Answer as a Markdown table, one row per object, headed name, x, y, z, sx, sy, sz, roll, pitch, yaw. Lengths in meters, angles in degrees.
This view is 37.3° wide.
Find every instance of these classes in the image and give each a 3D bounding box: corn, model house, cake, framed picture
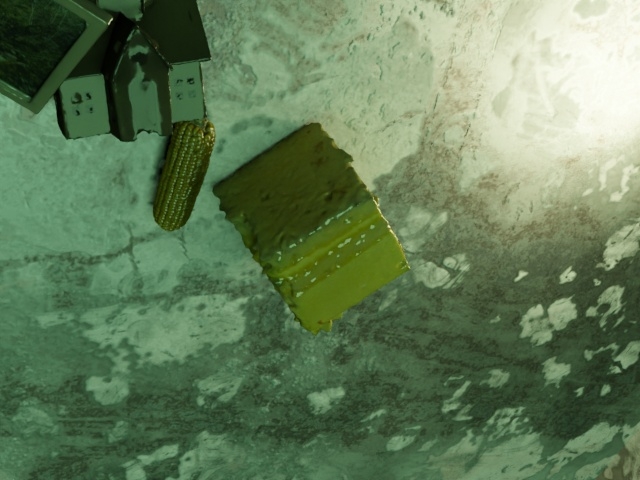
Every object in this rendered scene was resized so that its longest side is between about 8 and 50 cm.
| name | x | y | z | sx | sy | sz | roll | pitch | yaw |
| --- | --- | --- | --- | --- | --- | --- | --- | --- | --- |
| corn | -0.209 | -0.104 | 1.457 | 0.068 | 0.068 | 0.207 | 0 | 126 | -31 |
| model house | -0.253 | -0.267 | 1.217 | 0.211 | 0.204 | 0.243 | -12 | 115 | -20 |
| cake | 0.000 | 0.000 | 1.565 | 0.227 | 0.222 | 0.286 | -33 | 137 | 1 |
| framed picture | -0.416 | -0.277 | 1.050 | 0.324 | 0.020 | 0.240 | 32 | 145 | -23 |
